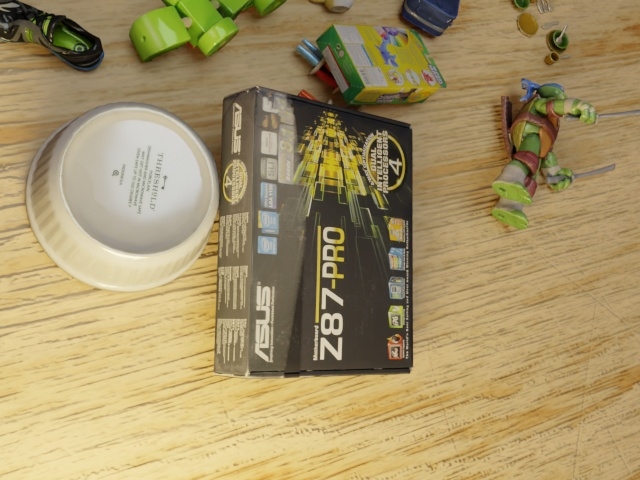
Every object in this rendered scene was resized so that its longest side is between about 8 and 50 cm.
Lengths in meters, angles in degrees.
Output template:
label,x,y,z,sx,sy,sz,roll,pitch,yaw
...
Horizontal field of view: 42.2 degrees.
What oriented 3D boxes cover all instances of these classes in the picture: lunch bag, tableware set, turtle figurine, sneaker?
label,x,y,z,sx,sy,sz,roll,pitch,yaw
lunch bag,0.197,-0.411,1.474,0.098,0.065,0.067,27,54,-16
tableware set,0.430,-0.414,1.601,0.104,0.024,0.154,-19,87,-26
turtle figurine,0.423,-0.145,1.446,0.274,0.198,0.266,37,70,-9
sneaker,-0.396,-0.305,1.177,0.188,0.078,0.067,21,71,-18

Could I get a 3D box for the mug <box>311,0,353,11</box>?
label,x,y,z,sx,sy,sz,roll,pitch,yaw
mug,0.025,-0.423,1.411,0.062,0.078,0.064,3,86,-57

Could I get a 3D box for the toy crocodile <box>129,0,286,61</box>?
label,x,y,z,sx,sy,sz,roll,pitch,yaw
toy crocodile,-0.148,-0.378,1.300,0.115,0.105,0.340,50,60,-7

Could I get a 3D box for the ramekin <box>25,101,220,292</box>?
label,x,y,z,sx,sy,sz,roll,pitch,yaw
ramekin,-0.265,-0.068,1.157,0.272,0.127,0.273,5,77,-23

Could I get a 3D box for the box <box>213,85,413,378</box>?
label,x,y,z,sx,sy,sz,roll,pitch,yaw
box,0.000,0.000,1.218,0.318,0.097,0.395,7,82,-39

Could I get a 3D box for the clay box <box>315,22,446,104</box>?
label,x,y,z,sx,sy,sz,roll,pitch,yaw
clay box,0.107,-0.290,1.375,0.222,0.053,0.127,-10,69,-45

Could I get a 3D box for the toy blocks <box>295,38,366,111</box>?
label,x,y,z,sx,sy,sz,roll,pitch,yaw
toy blocks,0.003,-0.248,1.357,0.148,0.054,0.123,39,66,-12
